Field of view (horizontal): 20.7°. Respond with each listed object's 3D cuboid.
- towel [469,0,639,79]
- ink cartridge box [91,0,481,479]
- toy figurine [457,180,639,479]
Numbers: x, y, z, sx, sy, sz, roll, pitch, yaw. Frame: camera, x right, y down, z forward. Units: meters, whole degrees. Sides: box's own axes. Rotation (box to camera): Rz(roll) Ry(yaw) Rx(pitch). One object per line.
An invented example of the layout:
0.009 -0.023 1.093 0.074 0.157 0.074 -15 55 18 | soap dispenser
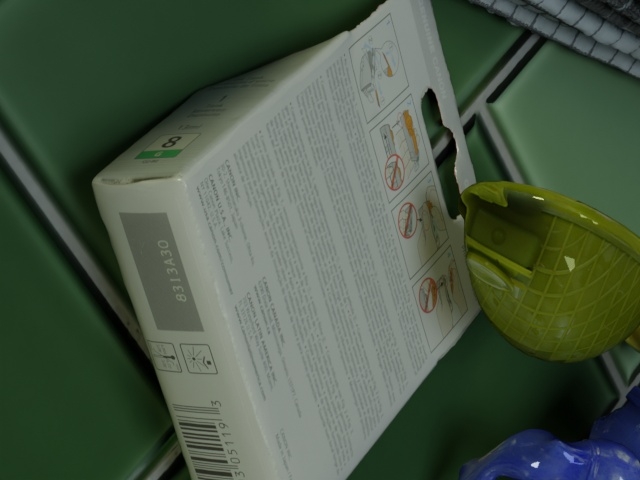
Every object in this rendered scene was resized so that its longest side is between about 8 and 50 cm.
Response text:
0.172 -0.210 0.850 0.284 0.121 0.235 18 84 -43 | towel
0.000 0.000 0.800 0.224 0.056 0.181 -48 129 -49 | ink cartridge box
0.166 0.142 0.879 0.362 0.191 0.217 34 84 -48 | toy figurine
